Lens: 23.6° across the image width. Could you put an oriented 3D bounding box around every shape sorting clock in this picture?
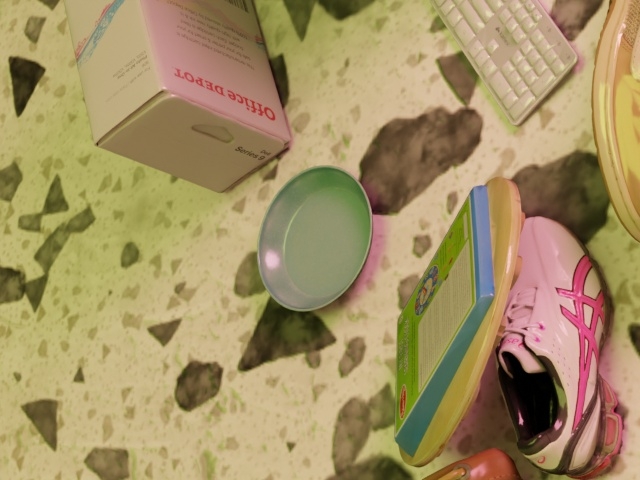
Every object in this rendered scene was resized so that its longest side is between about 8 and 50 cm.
[{"bbox_3d":[0.095,0.056,1.043,0.206,0.040,0.206,-158,90,-80],"label":"shape sorting clock"}]

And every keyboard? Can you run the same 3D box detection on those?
[{"bbox_3d":[0.116,-0.199,1.184,0.072,0.014,0.256,-44,52,22],"label":"keyboard"}]

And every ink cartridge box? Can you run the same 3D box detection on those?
[{"bbox_3d":[-0.126,-0.164,1.288,0.093,0.154,0.212,-35,57,28],"label":"ink cartridge box"}]

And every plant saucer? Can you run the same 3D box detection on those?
[{"bbox_3d":[0.000,0.000,1.218,0.119,0.021,0.119,-14,67,37],"label":"plant saucer"}]

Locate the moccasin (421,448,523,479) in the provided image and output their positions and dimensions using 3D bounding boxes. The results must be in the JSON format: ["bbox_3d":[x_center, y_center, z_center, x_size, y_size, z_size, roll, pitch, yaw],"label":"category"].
[{"bbox_3d":[-0.012,0.265,1.068,0.380,0.139,0.147,-37,55,27],"label":"moccasin"}]

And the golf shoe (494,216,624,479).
[{"bbox_3d":[0.152,0.064,1.023,0.067,0.086,0.186,-25,60,34],"label":"golf shoe"}]

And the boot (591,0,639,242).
[{"bbox_3d":[0.284,-0.128,0.963,0.203,0.095,0.262,-3,71,39],"label":"boot"}]
